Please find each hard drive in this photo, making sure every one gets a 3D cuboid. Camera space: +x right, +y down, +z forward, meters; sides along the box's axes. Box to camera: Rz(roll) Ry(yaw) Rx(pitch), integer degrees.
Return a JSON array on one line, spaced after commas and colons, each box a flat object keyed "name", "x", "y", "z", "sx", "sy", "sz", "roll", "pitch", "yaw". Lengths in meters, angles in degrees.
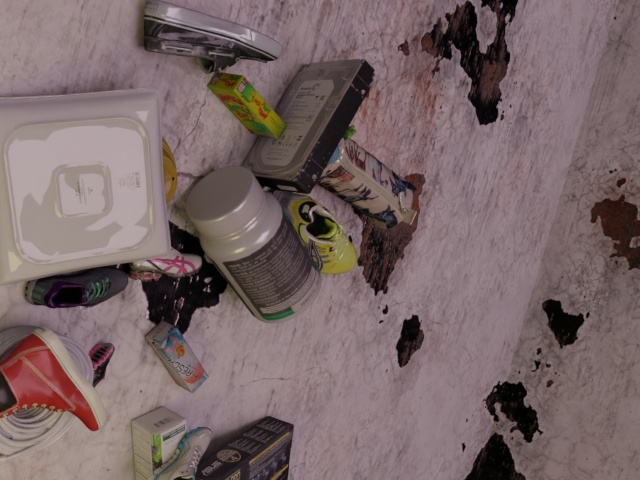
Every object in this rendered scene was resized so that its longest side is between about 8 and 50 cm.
[{"name": "hard drive", "x": -0.033, "y": -0.271, "z": 1.808, "sx": 0.064, "sy": 0.236, "sz": 0.339, "roll": 41, "pitch": 73, "yaw": -36}]

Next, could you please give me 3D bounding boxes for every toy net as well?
[{"name": "toy net", "x": -0.011, "y": -0.247, "z": 1.853, "sx": 0.045, "sy": 0.232, "sz": 0.122, "roll": 30, "pitch": 88, "yaw": -36}]

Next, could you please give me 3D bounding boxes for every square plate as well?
[{"name": "square plate", "x": -0.451, "y": -0.101, "z": 1.454, "sx": 0.343, "sy": 0.049, "sz": 0.348, "roll": -10, "pitch": 111, "yaw": -27}]

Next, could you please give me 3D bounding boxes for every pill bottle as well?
[{"name": "pill bottle", "x": -0.153, "y": 0.012, "z": 1.797, "sx": 0.204, "sy": 0.204, "sz": 0.361, "roll": -53, "pitch": 137, "yaw": -23}]

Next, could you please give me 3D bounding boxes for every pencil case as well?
[{"name": "pencil case", "x": 0.095, "y": -0.169, "z": 2.038, "sx": 0.410, "sy": 0.183, "sz": 0.160, "roll": 31, "pitch": 80, "yaw": -49}]

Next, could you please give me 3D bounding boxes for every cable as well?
[{"name": "cable", "x": -0.571, "y": 0.294, "z": 1.503, "sx": 0.257, "sy": 0.089, "sz": 0.257, "roll": 1, "pitch": 101, "yaw": -50}]

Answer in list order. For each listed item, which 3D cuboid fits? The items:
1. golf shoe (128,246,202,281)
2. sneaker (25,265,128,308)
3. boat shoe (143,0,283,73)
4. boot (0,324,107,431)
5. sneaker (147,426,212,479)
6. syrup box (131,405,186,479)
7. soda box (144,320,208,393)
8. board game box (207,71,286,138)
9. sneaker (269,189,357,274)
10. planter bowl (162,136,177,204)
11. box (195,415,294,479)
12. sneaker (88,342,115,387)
[{"name": "golf shoe", "x": -0.334, "y": 0.040, "z": 1.703, "sx": 0.186, "sy": 0.067, "sz": 0.086, "roll": -5, "pitch": 105, "yaw": -48}, {"name": "sneaker", "x": -0.467, "y": 0.105, "z": 1.548, "sx": 0.223, "sy": 0.098, "sz": 0.083, "roll": -9, "pitch": 110, "yaw": -47}, {"name": "boat shoe", "x": -0.232, "y": -0.414, "z": 1.643, "sx": 0.335, "sy": 0.121, "sz": 0.119, "roll": 6, "pitch": 107, "yaw": -39}, {"name": "boot", "x": -0.517, "y": 0.303, "z": 1.435, "sx": 0.176, "sy": 0.088, "sz": 0.244, "roll": -45, "pitch": 124, "yaw": -31}, {"name": "sneaker", "x": -0.299, "y": 0.508, "z": 1.748, "sx": 0.191, "sy": 0.082, "sz": 0.071, "roll": -49, "pitch": 133, "yaw": -29}, {"name": "syrup box", "x": -0.371, "y": 0.521, "z": 1.807, "sx": 0.093, "sy": 0.096, "sz": 0.237, "roll": -18, "pitch": 115, "yaw": -45}, {"name": "soda box", "x": -0.330, "y": 0.271, "z": 1.791, "sx": 0.058, "sy": 0.062, "sz": 0.183, "roll": -48, "pitch": 134, "yaw": -28}, {"name": "board game box", "x": -0.166, "y": -0.306, "z": 1.757, "sx": 0.181, "sy": 0.092, "sz": 0.043, "roll": 45, "pitch": 70, "yaw": -47}, {"name": "sneaker", "x": 0.000, "y": 0.000, "z": 2.014, "sx": 0.384, "sy": 0.147, "sz": 0.145, "roll": 37, "pitch": 73, "yaw": -50}, {"name": "planter bowl", "x": -0.362, "y": -0.125, "z": 1.596, "sx": 0.217, "sy": 0.090, "sz": 0.217, "roll": -21, "pitch": 119, "yaw": -44}, {"name": "box", "x": -0.209, "y": 0.668, "z": 1.974, "sx": 0.395, "sy": 0.097, "sz": 0.319, "roll": -19, "pitch": 120, "yaw": -62}, {"name": "sneaker", "x": -0.474, "y": 0.273, "z": 1.647, "sx": 0.119, "sy": 0.047, "sz": 0.057, "roll": -55, "pitch": 144, "yaw": -10}]
